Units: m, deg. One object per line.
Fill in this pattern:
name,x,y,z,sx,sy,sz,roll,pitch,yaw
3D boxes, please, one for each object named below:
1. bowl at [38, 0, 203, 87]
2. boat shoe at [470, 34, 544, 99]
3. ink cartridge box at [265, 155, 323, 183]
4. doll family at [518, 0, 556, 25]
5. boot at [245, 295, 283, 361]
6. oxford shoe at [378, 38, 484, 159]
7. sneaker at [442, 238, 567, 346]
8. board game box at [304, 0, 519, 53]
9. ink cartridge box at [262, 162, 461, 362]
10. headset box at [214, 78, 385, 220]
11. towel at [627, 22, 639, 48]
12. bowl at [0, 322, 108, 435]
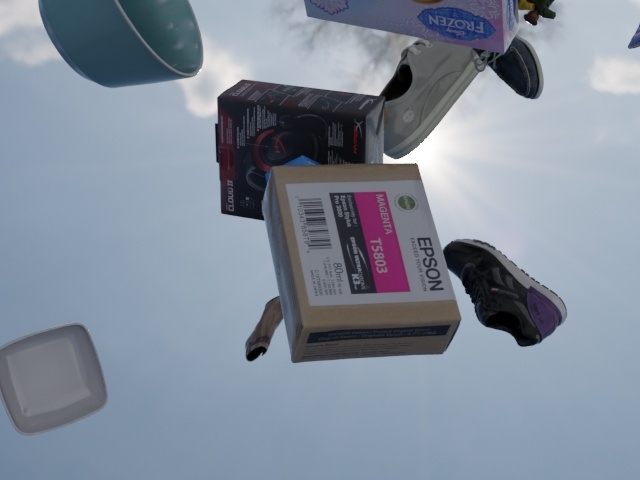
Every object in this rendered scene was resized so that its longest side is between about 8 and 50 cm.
bowl,-0.344,-0.374,1.926,0.311,0.163,0.311,54,-160,-30
boat shoe,0.314,-0.350,2.108,0.079,0.095,0.254,-8,-121,-28
ink cartridge box,0.000,0.000,1.818,0.134,0.078,0.231,22,-130,-54
doll family,0.305,-0.424,1.930,0.193,0.111,0.076,43,-159,29
boot,-0.091,0.156,2.035,0.042,0.118,0.087,28,-142,-13
oxford shoe,0.231,-0.354,2.302,0.130,0.169,0.449,44,-114,-15
sneaker,0.334,0.101,2.303,0.283,0.107,0.124,34,-127,27
board game box,0.107,-0.421,1.600,0.319,0.318,0.066,15,-127,24
ink cartridge box,0.044,0.022,1.406,0.193,0.088,0.234,-3,-124,-14
headset box,-0.047,-0.144,1.981,0.293,0.218,0.110,9,-153,18
towel,0.760,-0.531,2.393,0.040,0.243,0.336,48,-135,-14
bowl,-0.380,0.189,1.642,0.142,0.141,0.053,-18,-166,-18
